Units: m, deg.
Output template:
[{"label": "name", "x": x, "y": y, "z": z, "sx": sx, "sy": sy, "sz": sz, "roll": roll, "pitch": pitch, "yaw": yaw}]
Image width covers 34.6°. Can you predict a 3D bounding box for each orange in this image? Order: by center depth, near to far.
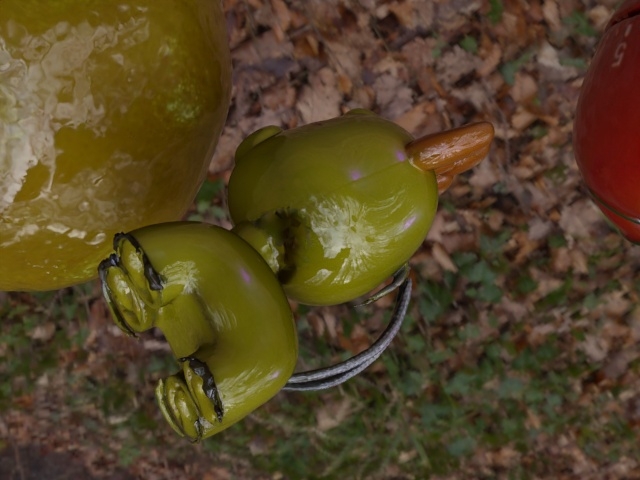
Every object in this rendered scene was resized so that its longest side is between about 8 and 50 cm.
[{"label": "orange", "x": -0.192, "y": -0.101, "z": 0.615, "sx": 0.279, "sy": 0.279, "sz": 0.235, "roll": -49, "pitch": 171, "yaw": 24}]

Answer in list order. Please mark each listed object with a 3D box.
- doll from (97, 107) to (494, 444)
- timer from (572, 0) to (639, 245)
[{"label": "doll", "x": 0.000, "y": 0.000, "z": 0.536, "sx": 0.221, "sy": 0.135, "sz": 0.143, "roll": -29, "pitch": 170, "yaw": -30}, {"label": "timer", "x": 0.416, "y": -0.097, "z": 0.884, "sx": 0.378, "sy": 0.378, "sz": 0.279, "roll": 31, "pitch": 83, "yaw": -41}]
